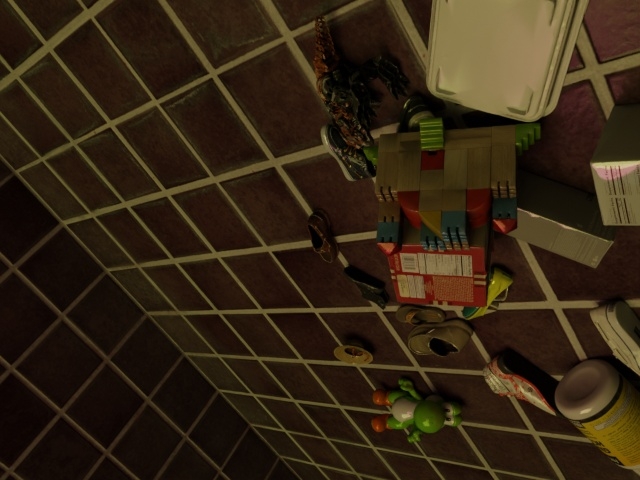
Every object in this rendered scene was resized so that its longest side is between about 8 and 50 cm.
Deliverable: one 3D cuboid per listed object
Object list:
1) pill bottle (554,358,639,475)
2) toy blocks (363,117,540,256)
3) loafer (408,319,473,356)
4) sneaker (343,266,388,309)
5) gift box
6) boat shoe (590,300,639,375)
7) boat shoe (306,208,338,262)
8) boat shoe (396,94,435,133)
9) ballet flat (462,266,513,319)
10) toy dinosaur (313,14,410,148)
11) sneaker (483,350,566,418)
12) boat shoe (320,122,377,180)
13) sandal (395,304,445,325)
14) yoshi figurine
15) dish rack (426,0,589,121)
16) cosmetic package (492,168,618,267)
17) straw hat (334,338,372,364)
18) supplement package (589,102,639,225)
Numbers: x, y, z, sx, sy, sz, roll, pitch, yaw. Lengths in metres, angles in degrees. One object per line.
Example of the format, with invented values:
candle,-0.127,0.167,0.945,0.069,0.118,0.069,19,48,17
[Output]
pill bottle,0.818,0.496,1.680,0.334,0.188,0.188,43,145,-9
toy blocks,0.265,-0.097,1.299,0.381,0.261,0.191,-1,157,19
loafer,0.362,0.318,1.945,0.102,0.092,0.268,43,145,-10
sneaker,0.144,0.152,1.974,0.170,0.051,0.089,25,139,10
gift box,0.276,-0.018,1.476,0.276,0.258,0.255,6,139,16
boat shoe,0.769,0.265,1.537,0.267,0.096,0.088,47,148,-14
boat shoe,0.000,0.000,1.901,0.073,0.073,0.207,10,139,31
boat shoe,0.216,-0.240,1.452,0.233,0.084,0.079,92,156,-58
ballet flat,0.463,0.158,1.696,0.077,0.077,0.231,15,141,1
toy dinosaur,0.055,-0.341,1.401,0.218,0.164,0.322,21,167,47
sneaker,0.626,0.453,1.884,0.270,0.090,0.145,38,146,3
boat shoe,0.077,-0.231,1.578,0.083,0.065,0.183,-3,136,41
sandal,0.308,0.243,1.941,0.180,0.049,0.072,-3,130,42
yoshi figurine,0.334,0.625,2.248,0.362,0.203,0.204,-12,117,44
dish rack,0.333,-0.379,1.179,0.285,0.072,0.333,21,144,20
cosmetic package,0.518,-0.051,1.354,0.237,0.127,0.107,23,144,15
straw hat,0.125,0.398,2.268,0.144,0.061,0.145,9,142,7
supplement package,0.620,-0.140,1.100,0.203,0.194,0.149,2,132,40
